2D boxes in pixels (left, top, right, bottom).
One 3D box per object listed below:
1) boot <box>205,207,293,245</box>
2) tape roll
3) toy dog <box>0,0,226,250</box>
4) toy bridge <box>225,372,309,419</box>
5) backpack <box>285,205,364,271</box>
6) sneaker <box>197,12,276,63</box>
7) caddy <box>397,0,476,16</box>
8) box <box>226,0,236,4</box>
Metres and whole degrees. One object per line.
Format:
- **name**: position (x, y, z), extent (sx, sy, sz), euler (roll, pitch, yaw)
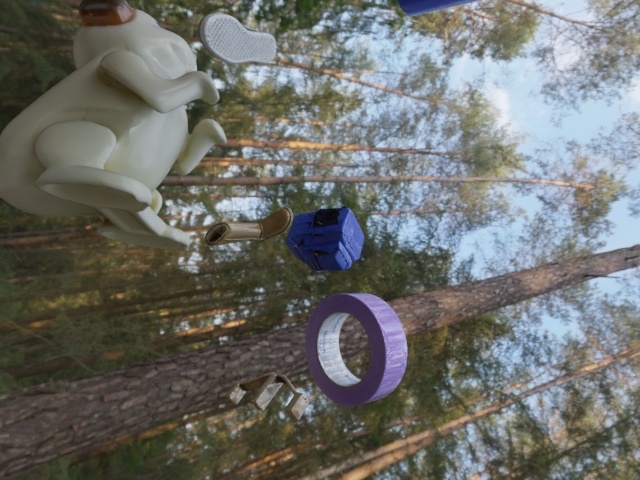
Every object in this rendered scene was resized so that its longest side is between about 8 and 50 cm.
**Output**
- **boot**: position (-0.261, -0.048, 1.595), extent (0.236, 0.269, 0.089), euler (-37, -109, 29)
- **tape roll**: position (0.083, 0.273, 1.078), extent (0.275, 0.090, 0.274), euler (-5, -97, 45)
- **toy dog**: position (-0.362, -0.222, 0.764), extent (0.284, 0.395, 0.408), euler (69, 29, -67)
- **toy bridge**: position (-0.089, 0.255, 0.711), extent (0.188, 0.063, 0.026), euler (-10, -60, 45)
- **backpack**: position (0.000, 0.000, 0.732), extent (0.120, 0.101, 0.098), euler (-1, -42, 26)
- **sneaker**: position (-0.274, -0.599, 1.268), extent (0.127, 0.321, 0.126), euler (21, -70, 23)
- **caddy**: position (0.194, -0.454, 0.547), extent (0.179, 0.341, 0.241), euler (-2, -45, 31)
- **box**: position (-0.130, -0.454, 0.463), extent (0.300, 0.142, 0.154), euler (63, 10, -19)
